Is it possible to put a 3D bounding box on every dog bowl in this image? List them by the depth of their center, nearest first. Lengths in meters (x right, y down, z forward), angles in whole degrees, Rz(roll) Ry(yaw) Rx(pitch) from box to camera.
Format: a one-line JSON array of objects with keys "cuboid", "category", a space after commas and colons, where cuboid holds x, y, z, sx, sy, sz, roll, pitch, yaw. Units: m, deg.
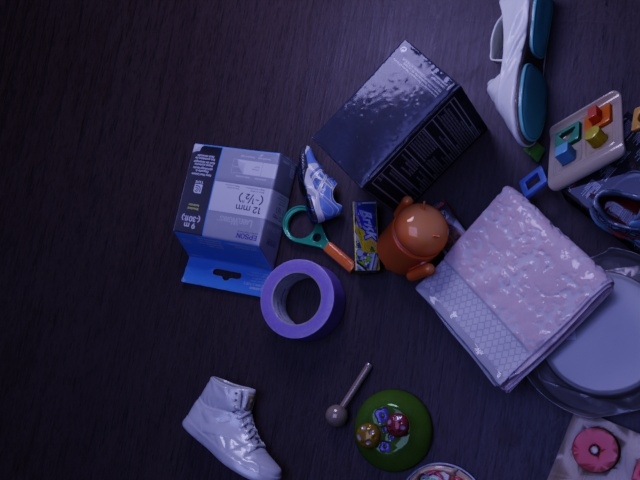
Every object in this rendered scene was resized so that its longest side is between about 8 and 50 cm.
[{"cuboid": [0.579, 0.192, 1.777, 0.349, 0.102, 0.348, -5, 76, 22], "category": "dog bowl"}]

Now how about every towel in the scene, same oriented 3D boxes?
[{"cuboid": [0.389, 0.094, 1.805, 0.317, 0.053, 0.332, -49, 50, 14], "category": "towel"}]

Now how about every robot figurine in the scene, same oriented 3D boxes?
[{"cuboid": [0.205, -0.001, 1.918, 0.128, 0.219, 0.158, 28, 61, -4], "category": "robot figurine"}]

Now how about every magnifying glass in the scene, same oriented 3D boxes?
[{"cuboid": [0.000, 0.000, 2.104, 0.231, 0.026, 0.092, 40, 91, 26], "category": "magnifying glass"}]

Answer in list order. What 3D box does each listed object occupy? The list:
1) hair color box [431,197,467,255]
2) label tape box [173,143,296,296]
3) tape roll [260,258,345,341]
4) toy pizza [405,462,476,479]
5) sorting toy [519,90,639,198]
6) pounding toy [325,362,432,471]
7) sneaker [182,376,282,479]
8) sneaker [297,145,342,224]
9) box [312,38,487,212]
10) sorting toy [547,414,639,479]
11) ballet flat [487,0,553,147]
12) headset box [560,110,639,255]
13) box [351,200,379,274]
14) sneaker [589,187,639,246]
[{"cuboid": [0.292, -0.019, 1.975, 0.072, 0.043, 0.141, -38, 68, 11], "category": "hair color box"}, {"cuboid": [-0.224, -0.053, 2.160, 0.249, 0.115, 0.347, 10, 81, 24], "category": "label tape box"}, {"cuboid": [-0.041, 0.143, 2.059, 0.189, 0.080, 0.188, -5, 77, 21], "category": "tape roll"}, {"cuboid": [0.258, 0.580, 1.863, 0.201, 0.032, 0.201, -5, 76, 22], "category": "toy pizza"}, {"cuboid": [0.548, -0.217, 1.817, 0.348, 0.047, 0.196, -32, 32, 38], "category": "sorting toy"}, {"cuboid": [0.126, 0.401, 1.915, 0.237, 0.110, 0.183, 38, 94, 25], "category": "pounding toy"}, {"cuboid": [-0.182, 0.435, 2.037, 0.293, 0.108, 0.169, 30, 94, 26], "category": "sneaker"}, {"cuboid": [-0.006, -0.137, 2.119, 0.081, 0.080, 0.211, -10, 68, -10], "category": "sneaker"}, {"cuboid": [0.181, -0.240, 1.930, 0.294, 0.296, 0.183, -47, 66, 7], "category": "box"}, {"cuboid": [0.578, 0.500, 1.716, 0.256, 0.089, 0.257, 21, 87, 25], "category": "sorting toy"}, {"cuboid": [0.443, -0.390, 1.963, 0.139, 0.139, 0.400, 2, 75, 23], "category": "ballet flat"}, {"cuboid": [0.684, -0.089, 1.790, 0.293, 0.110, 0.218, 42, 96, 25], "category": "headset box"}, {"cuboid": [0.105, -0.006, 2.035, 0.059, 0.054, 0.168, -1, 77, -2], "category": "box"}, {"cuboid": [0.634, -0.025, 1.667, 0.262, 0.125, 0.104, 24, 91, 26], "category": "sneaker"}]
